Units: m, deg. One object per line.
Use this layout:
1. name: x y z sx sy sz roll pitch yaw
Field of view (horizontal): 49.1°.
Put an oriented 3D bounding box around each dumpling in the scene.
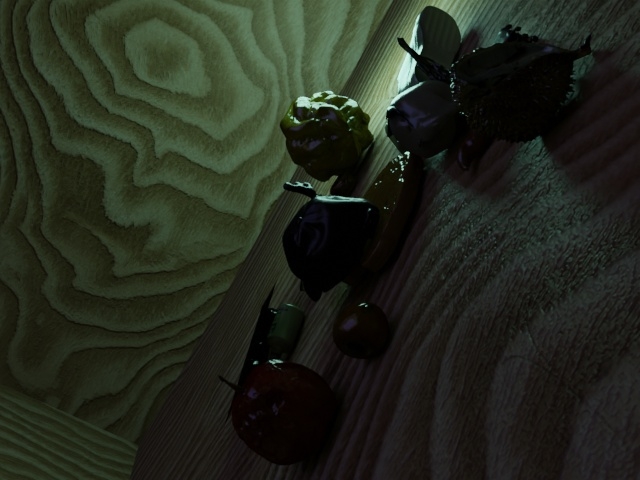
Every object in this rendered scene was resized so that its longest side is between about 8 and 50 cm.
1. dumpling: 0.241 -0.295 1.569 0.204 0.163 0.293 -61 6 8

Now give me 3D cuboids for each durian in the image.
1. durian: 0.336 -0.247 1.159 0.237 0.138 0.193 -17 30 4

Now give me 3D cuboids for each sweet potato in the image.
1. sweet potato: 0.315 -0.226 1.354 0.202 0.058 0.055 -61 33 -2

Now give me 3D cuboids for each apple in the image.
1. apple: 0.077 0.168 1.345 0.114 0.099 0.102 -53 12 49

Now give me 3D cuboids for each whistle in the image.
1. whistle: 0.217 -0.277 1.872 0.326 0.057 0.068 -95 -9 -69

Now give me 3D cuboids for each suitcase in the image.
1. suitcase: 0.376 -0.374 1.431 0.126 0.059 0.086 -60 11 17

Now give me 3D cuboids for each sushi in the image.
1. sushi: -0.170 0.324 2.025 0.343 0.064 0.359 -69 -3 -82

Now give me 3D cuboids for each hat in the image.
1. hat: -0.030 -0.001 1.644 0.336 0.209 0.238 -45 23 57

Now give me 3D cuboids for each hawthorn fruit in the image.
1. hawthorn fruit: -0.100 0.324 1.383 0.207 0.243 0.207 -54 16 23

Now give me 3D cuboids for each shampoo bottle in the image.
1. shampoo bottle: -0.103 0.258 1.926 0.079 0.079 0.162 -44 21 55

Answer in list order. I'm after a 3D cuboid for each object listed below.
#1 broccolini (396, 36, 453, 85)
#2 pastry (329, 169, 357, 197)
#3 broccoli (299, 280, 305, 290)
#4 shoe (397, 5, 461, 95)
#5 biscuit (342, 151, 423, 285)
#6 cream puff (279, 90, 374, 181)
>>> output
1. broccolini: 0.265 -0.445 1.732 0.058 0.201 0.074 -38 -11 10
2. pastry: 0.072 -0.175 2.236 0.097 0.057 0.109 -57 14 13
3. broccoli: -0.021 0.051 2.052 0.122 0.118 0.204 -1 77 64
4. shoe: 0.282 -0.480 1.913 0.160 0.132 0.363 126 163 -52
5. biscuit: 0.137 -0.042 1.665 0.312 0.057 0.351 -50 17 46
6. cream puff: 0.046 -0.363 2.279 0.257 0.291 0.324 -24 -1 42
